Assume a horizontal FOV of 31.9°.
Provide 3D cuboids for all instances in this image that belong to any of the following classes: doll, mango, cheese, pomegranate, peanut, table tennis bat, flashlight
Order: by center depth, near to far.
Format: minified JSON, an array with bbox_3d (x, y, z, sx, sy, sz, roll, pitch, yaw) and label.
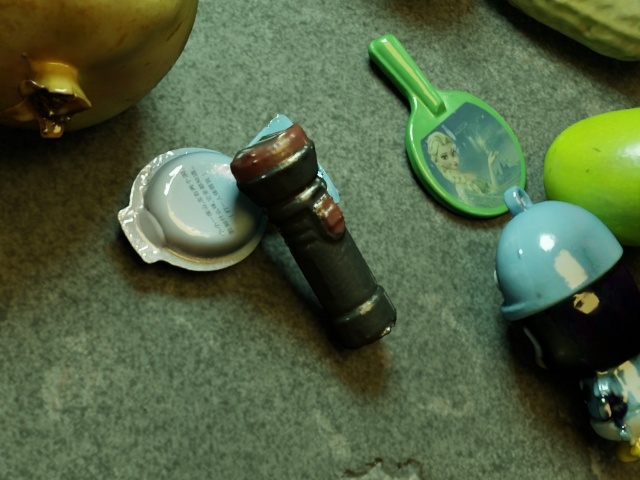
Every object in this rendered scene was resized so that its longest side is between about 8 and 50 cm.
[{"bbox_3d":[-0.253,-0.236,1.029,0.319,0.319,0.319,11,62,-20],"label":"pomegranate"},{"bbox_3d":[0.000,0.000,1.111,0.093,0.093,0.232,-39,104,-34],"label":"flashlight"},{"bbox_3d":[-0.095,-0.046,1.146,0.244,0.052,0.135,-27,82,-35],"label":"cheese"},{"bbox_3d":[0.279,0.082,1.203,0.314,0.141,0.177,63,30,-1],"label":"doll"},{"bbox_3d":[0.424,-0.079,1.261,0.192,0.343,0.156,-58,137,-59],"label":"mango"},{"bbox_3d":[0.145,-0.138,1.314,0.160,0.039,0.257,-36,86,-36],"label":"table tennis bat"},{"bbox_3d":[0.333,-0.348,1.434,0.340,0.158,0.174,22,77,-10],"label":"peanut"}]
